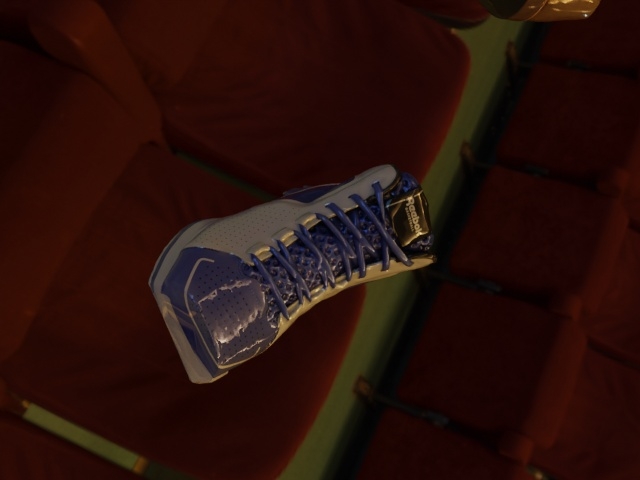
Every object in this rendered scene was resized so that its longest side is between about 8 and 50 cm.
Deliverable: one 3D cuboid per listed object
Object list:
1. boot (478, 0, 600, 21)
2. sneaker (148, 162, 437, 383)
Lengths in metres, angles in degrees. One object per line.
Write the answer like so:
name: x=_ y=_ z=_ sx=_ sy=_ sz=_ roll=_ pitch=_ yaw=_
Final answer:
boot: x=0.195 y=-0.332 z=0.808 sx=0.115 sy=0.305 sz=0.112 roll=0 pitch=142 yaw=-26
sneaker: x=0.001 y=0.000 z=0.711 sx=0.315 sy=0.182 sz=0.127 roll=-36 pitch=105 yaw=-53
